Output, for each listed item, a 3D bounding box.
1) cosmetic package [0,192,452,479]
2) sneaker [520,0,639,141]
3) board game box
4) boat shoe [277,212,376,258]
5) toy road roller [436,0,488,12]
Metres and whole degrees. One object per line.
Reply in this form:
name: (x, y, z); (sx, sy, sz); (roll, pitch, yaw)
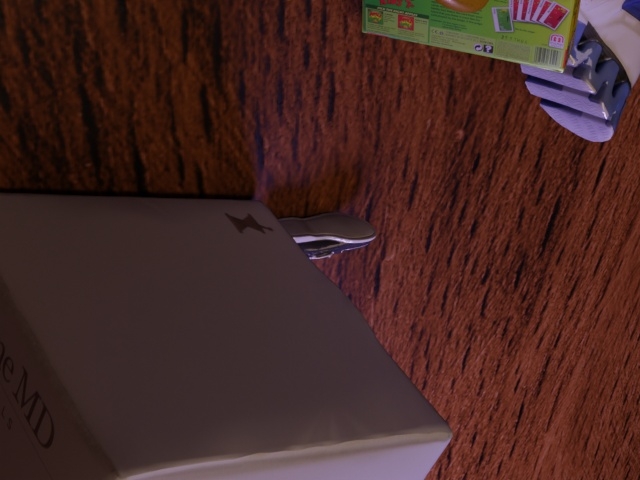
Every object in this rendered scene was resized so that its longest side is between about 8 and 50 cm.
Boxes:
cosmetic package: (-0.167, 0.207, 0.986); (0.327, 0.329, 0.394); (0, 127, -41)
sneaker: (0.255, -0.260, 1.069); (0.182, 0.127, 0.315); (-50, 137, -13)
board game box: (0.127, -0.208, 0.950); (0.092, 0.181, 0.043); (87, 23, -47)
boat shoe: (0.000, 0.000, 1.158); (0.125, 0.046, 0.038); (-6, 132, -34)
toy road roller: (0.080, -0.304, 0.778); (0.329, 0.202, 0.240); (5, 124, -45)
